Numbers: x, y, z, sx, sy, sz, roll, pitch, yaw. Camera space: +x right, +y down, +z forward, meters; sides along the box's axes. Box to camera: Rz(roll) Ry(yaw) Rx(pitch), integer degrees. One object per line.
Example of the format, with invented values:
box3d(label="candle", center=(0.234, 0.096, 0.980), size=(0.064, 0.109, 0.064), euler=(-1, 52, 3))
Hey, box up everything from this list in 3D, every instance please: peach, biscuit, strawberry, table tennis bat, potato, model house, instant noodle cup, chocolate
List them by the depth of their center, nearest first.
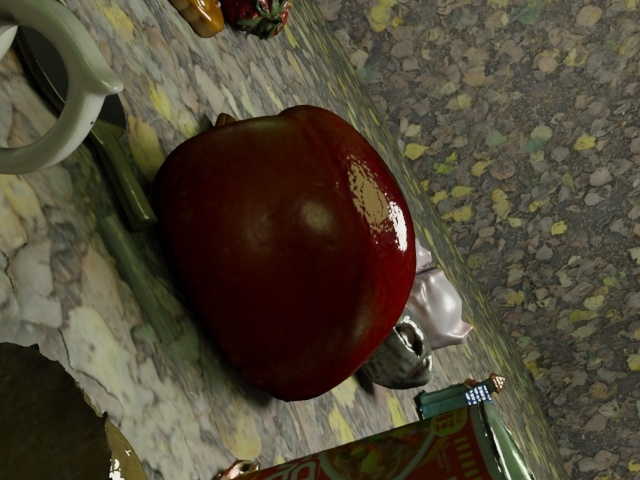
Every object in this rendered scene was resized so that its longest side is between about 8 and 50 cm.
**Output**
box3d(label="potato", center=(-0.120, 0.123, 0.392), size=(0.089, 0.101, 0.172), euler=(58, 10, -42))
box3d(label="instant noodle cup", center=(0.052, 0.214, 0.601), size=(0.193, 0.212, 0.193), euler=(57, 14, -22))
box3d(label="table tennis bat", center=(-0.201, -0.121, 0.718), size=(0.246, 0.022, 0.138), euler=(63, 13, 8))
box3d(label="peach", center=(-0.023, 0.014, 0.794), size=(0.248, 0.245, 0.274), euler=(-22, 96, -49))
box3d(label="chocolate", center=(0.067, 0.105, 1.123), size=(0.248, 0.110, 0.110), euler=(58, 14, -18))
box3d(label="biscuit", center=(-0.192, -0.384, 1.204), size=(0.170, 0.050, 0.170), euler=(58, 13, -22))
box3d(label="model house", center=(0.252, 0.281, 1.375), size=(0.119, 0.149, 0.148), euler=(66, 16, 10))
box3d(label="strawberry", center=(-0.113, -0.422, 1.429), size=(0.131, 0.131, 0.148), euler=(46, 29, -51))

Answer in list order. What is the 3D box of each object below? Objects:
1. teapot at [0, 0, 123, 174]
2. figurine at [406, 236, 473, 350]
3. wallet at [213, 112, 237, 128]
box3d(label="teapot", center=(-0.226, -0.164, 0.431), size=(0.299, 0.166, 0.208), euler=(51, 3, -7))
box3d(label="figurine", center=(0.155, 0.074, 1.448), size=(0.276, 0.133, 0.200), euler=(61, 17, -3))
box3d(label="wallet", center=(-0.079, -0.053, 1.015), size=(0.195, 0.042, 0.161), euler=(56, 10, -20))
